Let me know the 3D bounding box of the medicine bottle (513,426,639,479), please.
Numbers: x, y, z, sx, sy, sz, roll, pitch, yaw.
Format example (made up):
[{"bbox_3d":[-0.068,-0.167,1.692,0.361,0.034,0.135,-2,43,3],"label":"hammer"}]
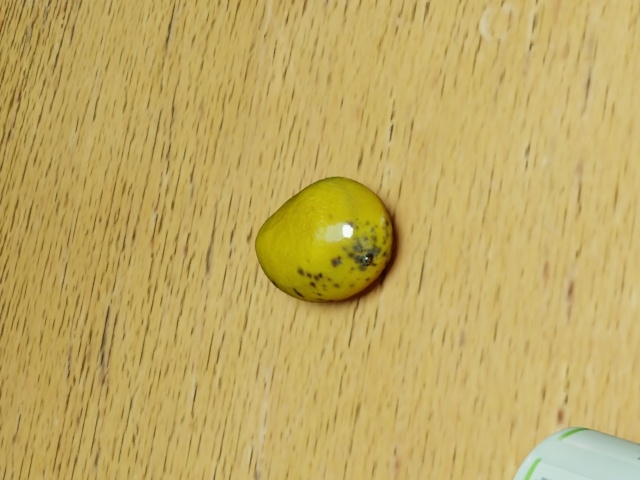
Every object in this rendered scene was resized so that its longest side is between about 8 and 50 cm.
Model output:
[{"bbox_3d":[0.178,0.147,0.718,0.183,0.086,0.086,14,86,48],"label":"medicine bottle"}]

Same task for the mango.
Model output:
[{"bbox_3d":[0.000,0.000,0.981,0.114,0.057,0.079,-5,80,49],"label":"mango"}]
